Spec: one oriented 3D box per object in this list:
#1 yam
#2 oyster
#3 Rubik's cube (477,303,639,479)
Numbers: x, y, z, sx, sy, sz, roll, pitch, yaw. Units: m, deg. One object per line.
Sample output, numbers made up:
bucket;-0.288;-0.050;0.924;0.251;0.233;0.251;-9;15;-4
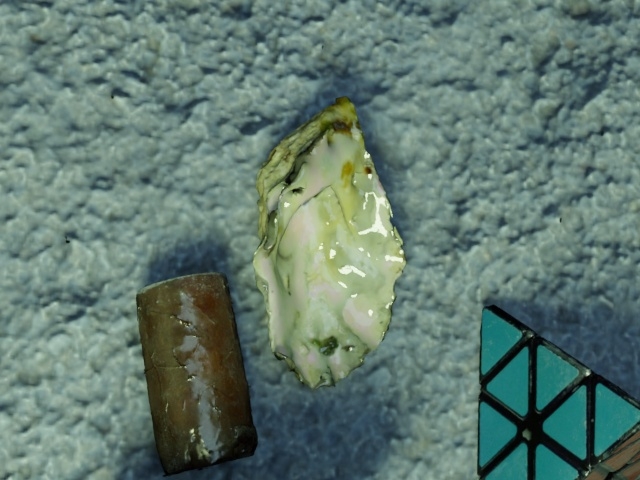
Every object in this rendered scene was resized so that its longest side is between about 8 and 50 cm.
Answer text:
yam;-0.093;0.100;1.254;0.079;0.079;0.141;-8;80;-18
oyster;-0.006;0.007;1.308;0.132;0.072;0.209;-20;104;-26
Rubik's cube;0.195;0.123;1.352;0.190;0.211;0.178;-1;53;-49
